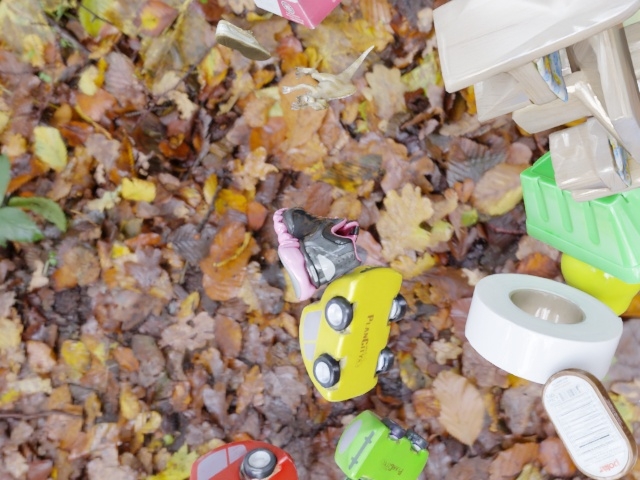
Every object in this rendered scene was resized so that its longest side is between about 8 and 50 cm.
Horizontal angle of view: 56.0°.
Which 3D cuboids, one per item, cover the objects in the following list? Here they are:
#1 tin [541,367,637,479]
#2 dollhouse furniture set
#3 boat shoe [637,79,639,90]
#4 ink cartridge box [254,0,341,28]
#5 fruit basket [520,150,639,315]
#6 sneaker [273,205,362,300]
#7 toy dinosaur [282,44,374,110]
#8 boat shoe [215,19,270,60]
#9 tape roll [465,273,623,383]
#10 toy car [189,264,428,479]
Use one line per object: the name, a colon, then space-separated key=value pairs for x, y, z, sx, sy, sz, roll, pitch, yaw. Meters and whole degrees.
tin: x=0.451 y=0.310 z=1.019 sx=0.106 sy=0.040 sz=0.189 roll=-41 pitch=62 yaw=33
dollhouse furniture set: x=0.284 y=-0.279 z=0.553 sx=0.257 sy=0.362 sz=0.393 roll=-16 pitch=69 yaw=34
boat shoe: x=0.556 y=-0.275 z=0.996 sx=0.302 sy=0.113 sz=0.103 roll=49 pitch=142 yaw=5
ink cartridge box: x=-0.126 y=-0.714 z=1.386 sx=0.160 sy=0.384 sz=0.279 roll=-46 pitch=48 yaw=-3
fruit basket: x=0.631 y=-0.014 z=1.299 sx=0.283 sy=0.392 sz=0.392 roll=-38 pitch=62 yaw=-2
sneaker: x=0.000 y=0.000 z=0.419 sx=0.057 sy=0.047 sz=0.119 roll=-25 pitch=22 yaw=2
toy dinosaur: x=0.009 y=-0.209 z=0.820 sx=0.093 sy=0.053 sz=0.183 roll=8 pitch=39 yaw=25
boat shoe: x=-0.155 y=-0.410 z=1.231 sx=0.050 sy=0.135 sz=0.045 roll=-9 pitch=75 yaw=39
tape roll: x=0.440 y=0.170 z=1.200 sx=0.286 sy=0.286 sz=0.100 roll=22 pitch=114 yaw=31
toy car: x=0.012 y=0.147 z=0.459 sx=0.053 sy=0.225 sz=0.239 roll=29 pitch=80 yaw=44
